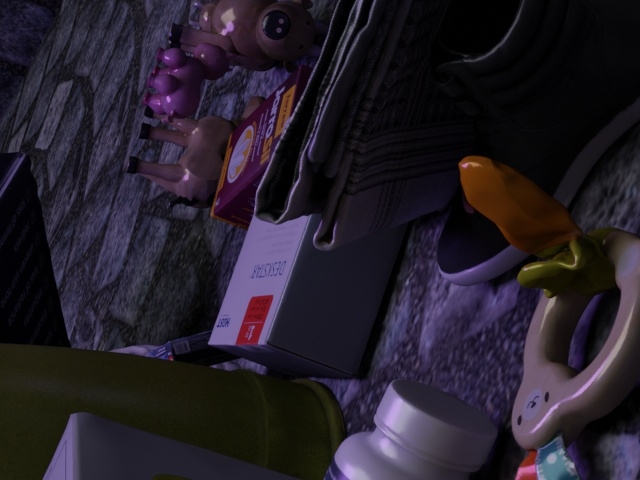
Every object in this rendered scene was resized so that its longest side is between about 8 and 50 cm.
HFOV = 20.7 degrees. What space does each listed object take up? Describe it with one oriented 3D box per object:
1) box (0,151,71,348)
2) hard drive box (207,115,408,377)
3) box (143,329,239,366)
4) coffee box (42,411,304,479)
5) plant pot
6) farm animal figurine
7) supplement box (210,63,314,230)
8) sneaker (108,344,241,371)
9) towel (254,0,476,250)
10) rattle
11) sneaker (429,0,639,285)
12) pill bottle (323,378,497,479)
[{"bbox_3d":[-0.464,0.223,1.895,0.480,0.297,0.472,-76,-20,-58],"label":"box"},{"bbox_3d":[0.000,0.000,1.561,0.181,0.089,0.232,-12,58,70],"label":"hard drive box"},{"bbox_3d":[-0.095,0.101,1.669,0.094,0.137,0.027,-30,75,63],"label":"box"},{"bbox_3d":[-0.032,0.348,0.890,0.338,0.338,0.334,-63,18,20],"label":"coffee box"},{"bbox_3d":[-0.217,0.242,1.509,0.366,0.353,0.366,-56,22,37],"label":"plant pot"},{"bbox_3d":[-0.084,-0.214,1.946,0.327,0.172,0.330,-86,13,-72],"label":"farm animal figurine"},{"bbox_3d":[-0.032,-0.085,1.762,0.188,0.081,0.104,-38,36,58],"label":"supplement box"},{"bbox_3d":[-0.184,0.149,1.835,0.305,0.152,0.114,159,127,-68],"label":"sneaker"},{"bbox_3d":[0.090,-0.147,1.267,0.324,0.056,0.312,-11,-52,-64],"label":"towel"},{"bbox_3d":[0.124,0.071,1.072,0.130,0.143,0.199,27,90,53],"label":"rattle"},{"bbox_3d":[0.122,-0.088,1.221,0.296,0.147,0.104,-53,25,41],"label":"sneaker"},{"bbox_3d":[0.047,0.192,1.197,0.180,0.108,0.108,-66,18,11],"label":"pill bottle"}]
